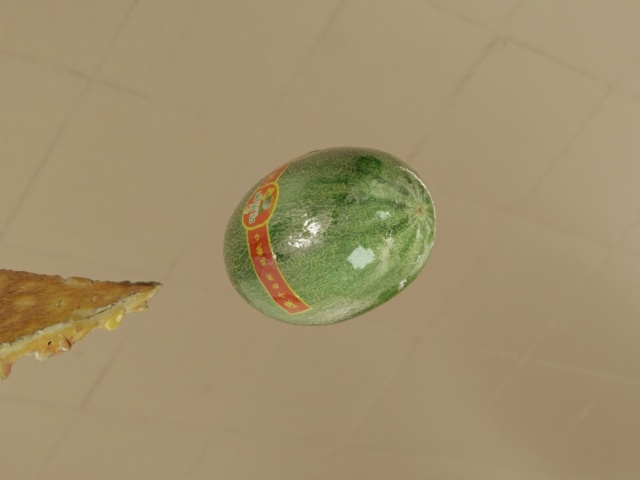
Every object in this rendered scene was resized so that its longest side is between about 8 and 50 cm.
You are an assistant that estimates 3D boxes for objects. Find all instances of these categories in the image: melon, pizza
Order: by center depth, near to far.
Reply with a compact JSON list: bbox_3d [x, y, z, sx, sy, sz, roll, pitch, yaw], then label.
[{"bbox_3d":[-0.214,0.056,1.041,0.176,0.185,0.036,-12,112,-21],"label":"pizza"},{"bbox_3d":[0.000,0.000,1.406,0.182,0.182,0.288,9,157,-36],"label":"melon"}]
